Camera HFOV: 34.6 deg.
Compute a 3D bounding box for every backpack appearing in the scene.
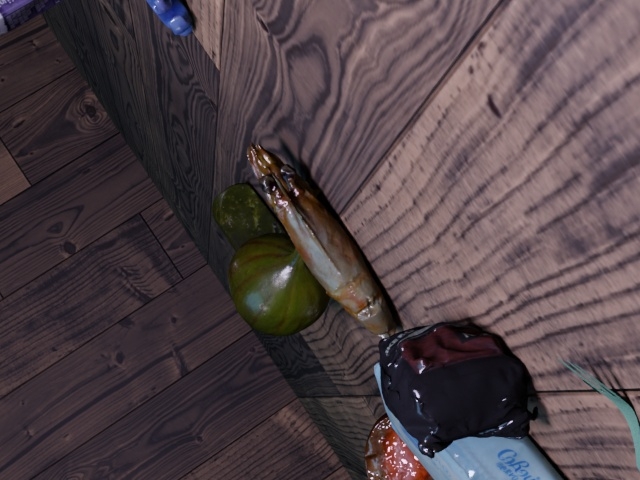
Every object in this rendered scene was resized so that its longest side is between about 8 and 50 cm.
[{"bbox_3d":[0.113,0.127,0.959,0.165,0.120,0.106,-148,48,-66],"label":"backpack"}]

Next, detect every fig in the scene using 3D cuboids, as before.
[{"bbox_3d":[-0.031,0.031,1.398,0.151,0.151,0.259,55,142,10],"label":"fig"}]

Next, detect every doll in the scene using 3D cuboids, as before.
[{"bbox_3d":[-0.204,-0.309,1.215,0.206,0.067,0.110,52,-175,-48],"label":"doll"}]

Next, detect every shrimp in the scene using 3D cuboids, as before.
[{"bbox_3d":[-0.001,0.001,1.235,0.294,0.062,0.154,58,175,-17],"label":"shrimp"}]

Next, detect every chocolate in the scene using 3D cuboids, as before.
[{"bbox_3d":[0.123,0.299,1.421,0.127,0.124,0.133,-166,75,-79],"label":"chocolate"}]

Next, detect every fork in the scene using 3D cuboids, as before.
[{"bbox_3d":[0.246,0.178,0.754,0.235,0.021,0.039,57,174,-9],"label":"fork"}]

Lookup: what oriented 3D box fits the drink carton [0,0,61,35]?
[{"bbox_3d":[-0.271,-0.321,1.032,0.134,0.222,0.102,58,170,-7],"label":"drink carton"}]

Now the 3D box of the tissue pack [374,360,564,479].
[{"bbox_3d":[0.173,0.238,1.084,0.263,0.089,0.177,47,167,33],"label":"tissue pack"}]

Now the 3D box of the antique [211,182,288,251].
[{"bbox_3d":[-0.090,0.009,1.599,0.221,0.080,0.081,51,170,24],"label":"antique"}]
